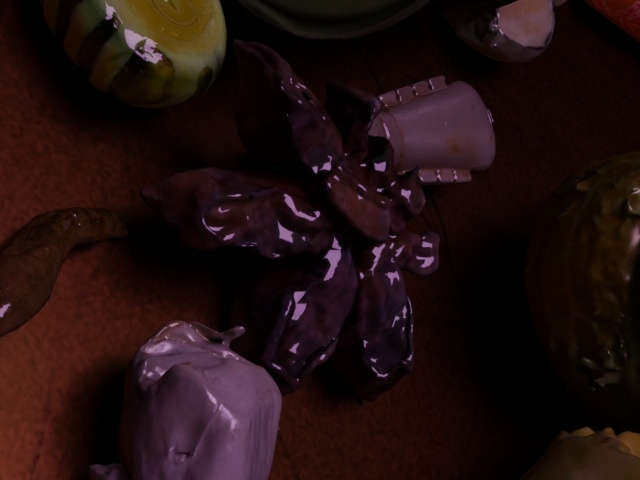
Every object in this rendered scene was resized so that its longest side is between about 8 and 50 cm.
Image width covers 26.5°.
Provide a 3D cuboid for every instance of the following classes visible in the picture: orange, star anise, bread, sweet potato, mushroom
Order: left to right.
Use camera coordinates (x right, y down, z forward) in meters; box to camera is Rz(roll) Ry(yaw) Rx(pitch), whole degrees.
[{"bbox_3d":[-0.157,0.012,0.762,0.153,0.038,0.041,-49,128,-55],"label":"sweet potato"},{"bbox_3d":[-0.118,-0.144,0.856,0.130,0.071,0.139,-20,77,-54],"label":"bread"},{"bbox_3d":[-0.070,0.172,0.721,0.099,0.096,0.278,22,59,-34],"label":"mushroom"},{"bbox_3d":[-0.005,-0.004,0.849,0.220,0.099,0.214,27,70,-39],"label":"star anise"},{"bbox_3d":[0.150,-0.251,1.186,0.172,0.064,0.232,48,42,-18],"label":"bread"},{"bbox_3d":[0.300,0.054,1.011,0.301,0.300,0.223,13,85,-1],"label":"orange"}]

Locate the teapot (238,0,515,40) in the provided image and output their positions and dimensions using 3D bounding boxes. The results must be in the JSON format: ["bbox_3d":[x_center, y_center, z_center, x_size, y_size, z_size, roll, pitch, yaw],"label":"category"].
[{"bbox_3d":[0.044,-0.259,0.977,0.337,0.270,0.200,-23,128,-64],"label":"teapot"}]

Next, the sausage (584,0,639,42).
[{"bbox_3d":[0.388,-0.210,1.382,0.312,0.093,0.093,28,52,-33],"label":"sausage"}]

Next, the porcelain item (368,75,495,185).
[{"bbox_3d":[0.039,-0.070,0.984,0.213,0.054,0.084,-13,79,-43],"label":"porcelain item"}]

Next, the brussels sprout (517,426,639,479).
[{"bbox_3d":[0.262,0.257,0.873,0.344,0.268,0.344,27,46,-32],"label":"brussels sprout"}]
